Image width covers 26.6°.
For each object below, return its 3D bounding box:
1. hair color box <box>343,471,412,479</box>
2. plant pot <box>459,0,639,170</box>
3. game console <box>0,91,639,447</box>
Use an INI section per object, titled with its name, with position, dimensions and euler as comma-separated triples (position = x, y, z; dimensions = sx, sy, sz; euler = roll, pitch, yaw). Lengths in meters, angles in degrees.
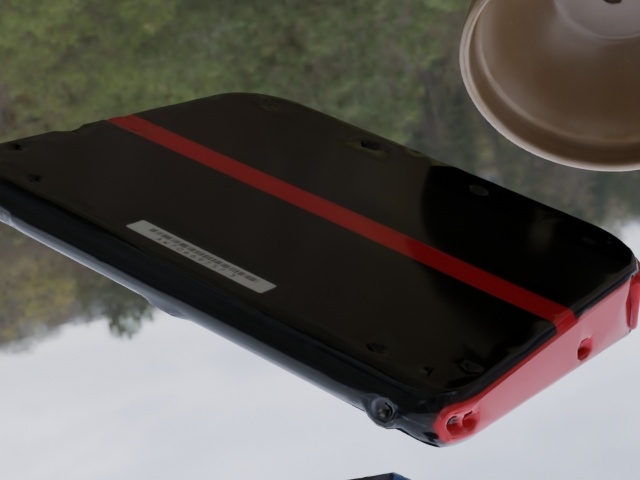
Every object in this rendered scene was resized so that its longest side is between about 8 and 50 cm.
[hair color box]
position = 0.008, 0.372, 1.077
dimensions = 0.105, 0.347, 0.173
euler = 31, 145, -35
[plant pot]
position = 0.242, -0.179, 1.139
dimensions = 0.237, 0.237, 0.110
euler = -9, -136, 30
[game console]
position = 0.000, 0.000, 0.915
dimensions = 0.386, 0.060, 0.342
euler = 24, -154, 27
